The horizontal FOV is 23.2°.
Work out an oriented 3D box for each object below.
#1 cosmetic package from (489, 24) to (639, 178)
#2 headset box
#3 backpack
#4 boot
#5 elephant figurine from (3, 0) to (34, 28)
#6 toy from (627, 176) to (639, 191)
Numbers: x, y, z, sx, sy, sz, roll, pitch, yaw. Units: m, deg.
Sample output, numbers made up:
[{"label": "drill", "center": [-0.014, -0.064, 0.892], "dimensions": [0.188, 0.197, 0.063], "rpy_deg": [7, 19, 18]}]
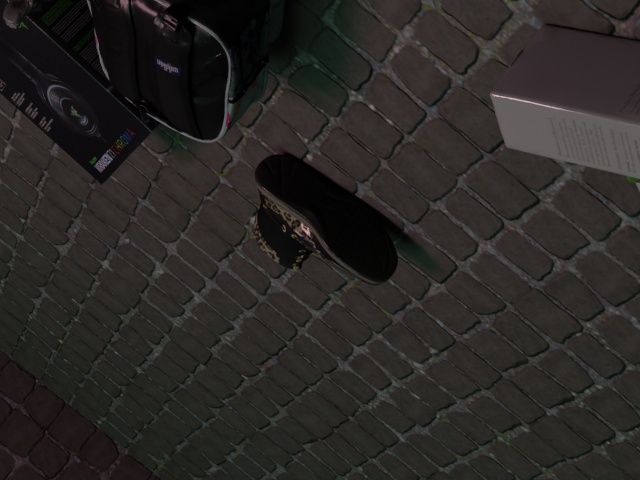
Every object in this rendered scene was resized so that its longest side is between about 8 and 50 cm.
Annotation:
[{"label": "cosmetic package", "center": [0.299, -0.133, 1.543], "dimensions": [0.231, 0.117, 0.085], "rpy_deg": [17, 145, 38]}, {"label": "headset box", "center": [-0.332, -0.247, 2.129], "dimensions": [0.283, 0.131, 0.246], "rpy_deg": [43, 153, -8]}, {"label": "backpack", "center": [-0.159, -0.248, 1.845], "dimensions": [0.225, 0.191, 0.253], "rpy_deg": [31, 146, 17]}, {"label": "boot", "center": [0.000, -0.002, 2.158], "dimensions": [0.236, 0.085, 0.178], "rpy_deg": [40, 156, 11]}, {"label": "elephant figurine", "center": [-0.312, -0.382, 1.847], "dimensions": [0.239, 0.169, 0.186], "rpy_deg": [3, 132, 55]}, {"label": "toy", "center": [0.420, -0.057, 1.579], "dimensions": [0.237, 0.056, 0.137], "rpy_deg": [20, 152, 42]}]
